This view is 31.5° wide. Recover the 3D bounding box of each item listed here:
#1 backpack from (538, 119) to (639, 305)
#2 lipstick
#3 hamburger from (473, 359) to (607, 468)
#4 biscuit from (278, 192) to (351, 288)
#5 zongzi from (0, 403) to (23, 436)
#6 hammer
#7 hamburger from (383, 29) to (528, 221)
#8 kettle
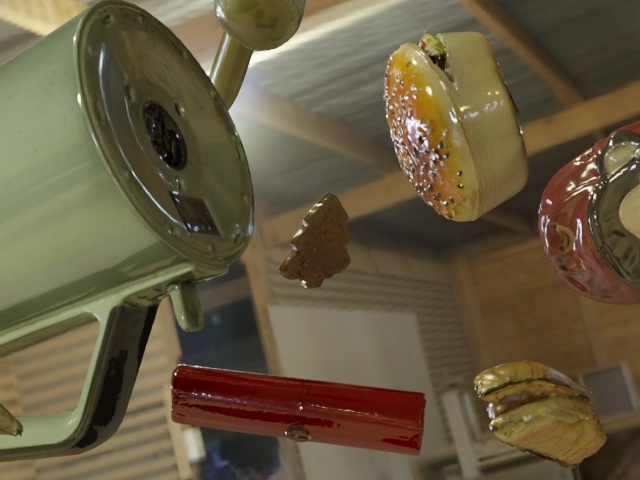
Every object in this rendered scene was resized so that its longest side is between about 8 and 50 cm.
[{"bbox_3d":[0.361,-0.025,1.321,0.229,0.229,0.139,-18,15,19],"label":"backpack"},{"bbox_3d":[-0.026,0.185,1.246,0.279,0.073,0.073,7,-9,2],"label":"lipstick"},{"bbox_3d":[0.338,0.249,1.706,0.131,0.124,0.262,-39,-39,23],"label":"hamburger"},{"bbox_3d":[0.000,0.000,1.437,0.119,0.130,0.019,-5,27,-45],"label":"biscuit"},{"bbox_3d":[-0.306,0.139,0.713,0.189,0.178,0.081,-55,0,2],"label":"zongzi"},{"bbox_3d":[-0.099,-0.268,1.437,0.113,0.202,0.305,17,-39,-10],"label":"hammer"},{"bbox_3d":[0.198,-0.173,1.728,0.176,0.300,0.300,-16,-9,-2],"label":"hamburger"},{"bbox_3d":[-0.266,0.021,1.046,0.376,0.361,0.250,-23,-9,22],"label":"kettle"}]
